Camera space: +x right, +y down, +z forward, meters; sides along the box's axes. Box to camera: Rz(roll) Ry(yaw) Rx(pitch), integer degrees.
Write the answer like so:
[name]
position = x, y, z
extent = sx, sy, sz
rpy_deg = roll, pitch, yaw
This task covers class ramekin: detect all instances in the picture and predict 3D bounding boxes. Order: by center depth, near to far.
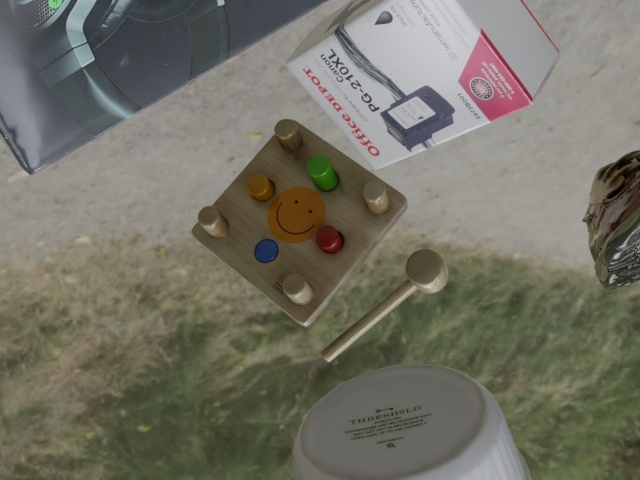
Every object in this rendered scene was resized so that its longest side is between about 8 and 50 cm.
[ramekin]
position = 0.092, 0.248, 0.955
extent = 0.272, 0.127, 0.273
rpy_deg = -13, -157, 6

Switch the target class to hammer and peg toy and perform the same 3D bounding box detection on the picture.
[hammer and peg toy]
position = 0.000, 0.000, 1.317
extent = 0.266, 0.361, 0.127
rpy_deg = -49, 158, -7

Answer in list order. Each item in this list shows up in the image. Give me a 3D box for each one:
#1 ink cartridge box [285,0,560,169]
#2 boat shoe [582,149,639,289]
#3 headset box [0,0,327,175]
[ink cartridge box]
position = 0.103, -0.196, 0.928
extent = 0.237, 0.172, 0.100
rpy_deg = -20, -152, 49
[boat shoe]
position = 0.344, -0.035, 0.948
extent = 0.122, 0.120, 0.324
rpy_deg = -18, 163, 3
[headset box]
position = -0.112, -0.207, 0.427
extent = 0.246, 0.131, 0.283
rpy_deg = -35, 142, -15
